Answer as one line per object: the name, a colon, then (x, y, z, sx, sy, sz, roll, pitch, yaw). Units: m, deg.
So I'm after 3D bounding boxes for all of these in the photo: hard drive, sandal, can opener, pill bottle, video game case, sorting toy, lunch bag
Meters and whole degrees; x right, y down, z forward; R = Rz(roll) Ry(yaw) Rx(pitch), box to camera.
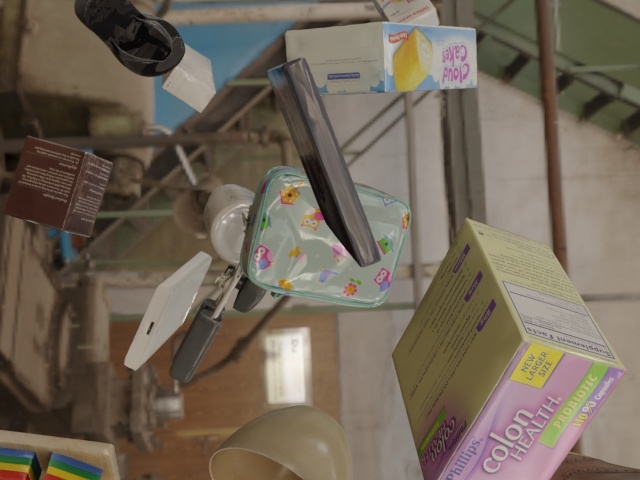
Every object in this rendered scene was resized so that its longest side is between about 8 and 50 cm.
hard drive: (-0.338, 0.150, 1.966, 0.203, 0.040, 0.307, -64, 178, 15)
sandal: (-0.280, -0.308, 1.327, 0.097, 0.054, 0.254, -57, 159, 5)
can opener: (-0.189, 0.150, 1.590, 0.280, 0.093, 0.074, -55, -169, 24)
pill bottle: (-0.175, -0.042, 1.814, 0.229, 0.131, 0.131, -127, -146, -69)
video game case: (-0.004, -0.089, 0.901, 0.274, 0.026, 0.196, -119, -172, -79)
sorting toy: (-0.541, 0.490, 1.749, 0.257, 0.256, 0.089, 99, -2, -50)
lunch bag: (0.000, 0.000, 1.504, 0.108, 0.279, 0.224, -139, -117, -70)

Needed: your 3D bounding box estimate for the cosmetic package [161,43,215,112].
cosmetic package: (-0.284, -0.355, 1.857, 0.060, 0.099, 0.239, -53, -157, 17)

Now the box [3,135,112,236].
box: (-0.648, -0.132, 2.167, 0.167, 0.169, 0.203, 28, 79, -80)

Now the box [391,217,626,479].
box: (0.190, 0.133, 0.960, 0.243, 0.117, 0.213, -99, -150, -60)

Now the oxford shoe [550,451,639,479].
oxford shoe: (0.379, 0.356, 1.205, 0.133, 0.364, 0.129, 53, 38, -70)

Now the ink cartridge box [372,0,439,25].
ink cartridge box: (0.165, -0.455, 1.706, 0.122, 0.089, 0.052, 63, 2, 29)

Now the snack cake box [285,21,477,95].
snack cake box: (0.090, -0.247, 1.195, 0.264, 0.152, 0.089, -16, 106, -53)

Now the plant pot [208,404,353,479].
plant pot: (-0.047, 0.437, 1.710, 0.191, 0.284, 0.284, -51, 152, -41)
